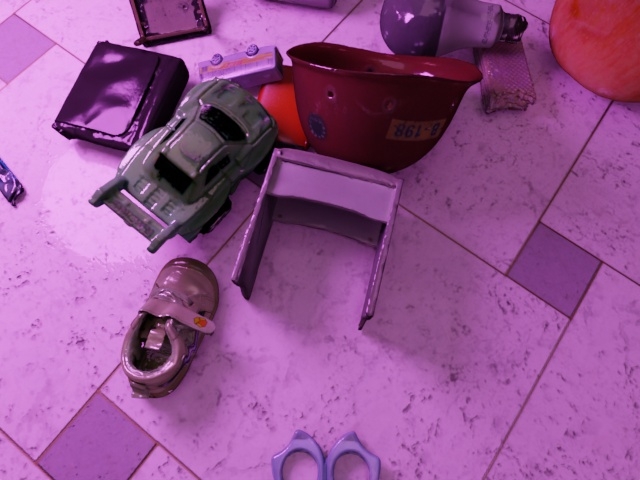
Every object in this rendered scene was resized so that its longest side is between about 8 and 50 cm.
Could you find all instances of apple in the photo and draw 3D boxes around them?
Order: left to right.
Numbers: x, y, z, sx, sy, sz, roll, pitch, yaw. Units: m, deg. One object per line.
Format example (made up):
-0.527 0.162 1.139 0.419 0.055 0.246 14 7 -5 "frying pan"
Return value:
0.716 -0.492 0.957 0.390 0.346 0.392 1 76 -2 "apple"

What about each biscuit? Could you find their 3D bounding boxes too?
0.423 -0.405 1.066 0.108 0.062 0.239 -2 70 -1 "biscuit"

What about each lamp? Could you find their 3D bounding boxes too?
0.284 -0.473 1.017 0.313 0.182 0.182 26 72 11 "lamp"

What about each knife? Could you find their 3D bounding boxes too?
-0.721 -0.187 0.972 0.044 0.026 0.296 -44 78 -3 "knife"

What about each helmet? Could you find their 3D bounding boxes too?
0.112 -0.250 0.906 0.384 0.230 0.337 -11 33 -32 "helmet"

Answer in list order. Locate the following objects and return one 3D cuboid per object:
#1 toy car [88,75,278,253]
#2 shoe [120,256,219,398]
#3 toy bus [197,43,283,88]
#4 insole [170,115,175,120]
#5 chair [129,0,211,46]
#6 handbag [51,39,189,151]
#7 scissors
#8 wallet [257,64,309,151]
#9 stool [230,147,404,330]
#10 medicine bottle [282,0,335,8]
-0.240 -0.150 0.868 0.213 0.176 0.359 42 80 -5 "toy car"
-0.265 0.156 0.826 0.139 0.128 0.263 21 73 -9 "shoe"
-0.177 -0.380 1.016 0.190 0.064 0.076 -9 75 13 "toy bus"
-0.426 -0.301 1.028 0.247 0.011 0.081 29 72 8 "insole"
-0.354 -0.550 1.049 0.187 0.167 0.272 -14 29 -6 "chair"
-0.425 -0.306 0.986 0.222 0.080 0.247 14 72 8 "handbag"
0.009 0.507 0.750 0.190 0.029 0.361 -1 73 2 "scissors"
-0.077 -0.296 1.019 0.142 0.045 0.205 11 70 5 "wallet"
0.000 0.000 0.852 0.243 0.170 0.270 15 71 4 "stool"
-0.095 -0.661 1.088 0.288 0.157 0.157 10 71 1 "medicine bottle"
